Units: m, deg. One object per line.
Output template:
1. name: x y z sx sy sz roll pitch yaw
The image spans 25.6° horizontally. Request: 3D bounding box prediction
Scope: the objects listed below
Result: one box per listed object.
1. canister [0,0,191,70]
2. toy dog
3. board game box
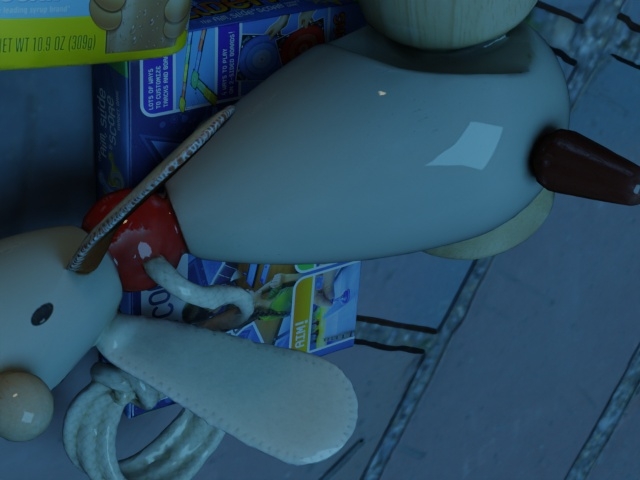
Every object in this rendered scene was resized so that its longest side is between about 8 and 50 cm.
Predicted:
1. canister: -0.097 -0.154 0.525 0.126 0.073 0.170 -10 125 -32
2. toy dog: 0.000 0.000 0.586 0.333 0.161 0.220 -47 135 -4
3. board game box: -0.040 -0.021 0.682 0.136 0.035 0.201 -15 126 -30
